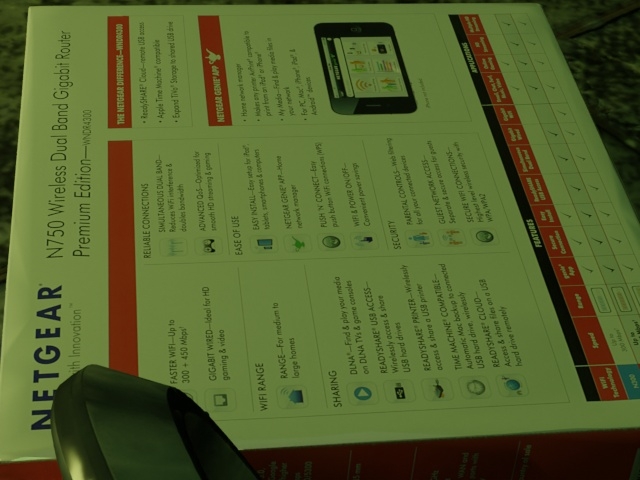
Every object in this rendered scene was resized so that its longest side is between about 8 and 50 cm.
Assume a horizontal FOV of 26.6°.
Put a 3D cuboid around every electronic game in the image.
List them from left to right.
[{"bbox_3d":[-0.013,0.136,0.427,0.048,0.229,0.229,-35,49,-2],"label":"electronic game"}]

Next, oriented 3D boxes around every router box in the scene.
[{"bbox_3d":[0.000,0.000,0.681,0.301,0.082,0.335,-1,41,-7],"label":"router box"}]
